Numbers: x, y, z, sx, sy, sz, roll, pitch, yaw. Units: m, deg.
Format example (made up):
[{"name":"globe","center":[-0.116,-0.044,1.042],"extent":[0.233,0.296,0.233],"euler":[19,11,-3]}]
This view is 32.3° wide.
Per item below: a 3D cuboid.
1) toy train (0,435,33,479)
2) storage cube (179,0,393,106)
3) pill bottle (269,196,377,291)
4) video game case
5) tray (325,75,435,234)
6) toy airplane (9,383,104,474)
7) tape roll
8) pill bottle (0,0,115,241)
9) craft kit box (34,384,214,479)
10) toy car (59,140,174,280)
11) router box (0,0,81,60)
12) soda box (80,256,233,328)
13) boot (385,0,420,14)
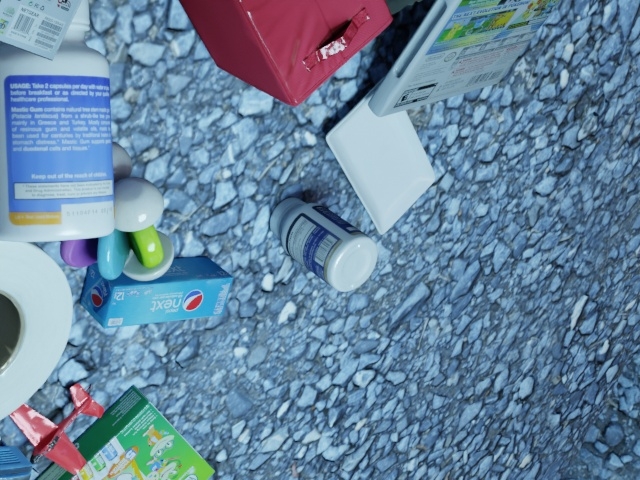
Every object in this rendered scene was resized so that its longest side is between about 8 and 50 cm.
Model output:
[{"name":"toy train","center":[-0.466,0.354,1.516],"extent":[0.080,0.105,0.184],"euler":[8,110,-47]},{"name":"storage cube","center":[-0.057,-0.318,1.383],"extent":[0.183,0.215,0.193],"euler":[-43,133,-14]},{"name":"pill bottle","center":[0.000,0.000,1.688],"extent":[0.094,0.169,0.094],"euler":[-25,132,-31]},{"name":"video game case","center":[0.251,-0.330,1.697],"extent":[0.329,0.036,0.300],"euler":[-21,155,-44]},{"name":"tray","center":[0.096,-0.137,1.800],"extent":[0.145,0.030,0.270],"euler":[-46,140,-12]},{"name":"toy airplane","center":[-0.370,0.269,1.588],"extent":[0.151,0.028,0.151],"euler":[-3,95,-39]},{"name":"tape roll","center":[-0.452,0.100,1.359],"extent":[0.286,0.100,0.286],"euler":[-25,132,-31]},{"name":"pill bottle","center":[-0.312,-0.139,1.249],"extent":[0.152,0.152,0.272],"euler":[-6,98,-43]},{"name":"craft kit box","center":[-0.315,0.385,1.732],"extent":[0.250,0.061,0.247],"euler":[-45,142,-13]},{"name":"toy car","center":[-0.274,-0.023,1.394],"extent":[0.136,0.182,0.159],"euler":[-31,150,-21]},{"name":"router box","center":[-0.401,-0.278,0.988],"extent":[0.081,0.243,0.309],"euler":[-62,154,8]},{"name":"soda box","center":[-0.231,0.072,1.582],"extent":[0.210,0.071,0.067],"euler":[-2,118,-44]},{"name":"boot","center":[0.136,-0.478,1.524],"extent":[0.348,0.131,0.260],"euler":[-34,136,-23]}]
